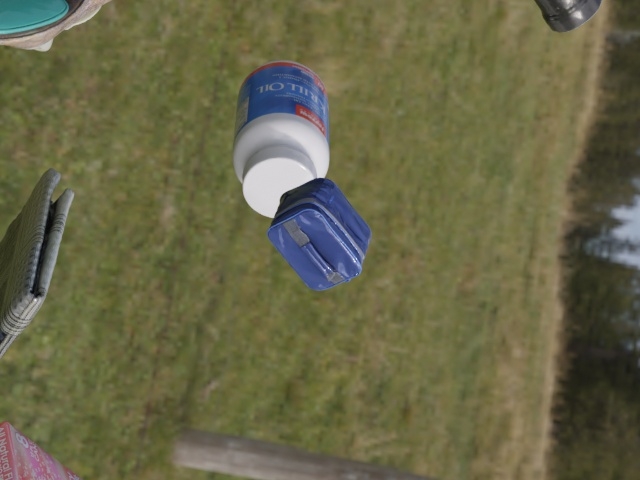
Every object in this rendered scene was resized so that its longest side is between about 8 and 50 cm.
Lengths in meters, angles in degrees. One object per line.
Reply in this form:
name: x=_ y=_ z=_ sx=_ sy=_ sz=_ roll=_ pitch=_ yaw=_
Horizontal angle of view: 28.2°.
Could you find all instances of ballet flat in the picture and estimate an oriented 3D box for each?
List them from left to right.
ballet flat: x=-0.395 y=-0.343 z=1.895 sx=0.316 sy=0.107 sz=0.106 roll=-38 pitch=161 yaw=-36

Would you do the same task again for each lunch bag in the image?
lunch bag: x=0.000 y=0.000 z=1.189 sx=0.098 sy=0.067 sz=0.065 roll=50 pitch=34 yaw=-21

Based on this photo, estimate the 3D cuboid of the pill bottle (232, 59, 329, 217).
pill bottle: x=-0.049 y=-0.128 z=1.638 sx=0.221 sy=0.124 sz=0.124 roll=-92 pitch=179 yaw=-53

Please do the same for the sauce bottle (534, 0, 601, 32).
sauce bottle: x=0.203 y=-0.381 z=1.434 sx=0.344 sy=0.111 sz=0.111 roll=46 pitch=42 yaw=-26

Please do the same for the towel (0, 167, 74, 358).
towel: x=-0.508 y=0.076 z=2.105 sx=0.312 sy=0.056 sz=0.324 roll=-48 pitch=-152 yaw=33

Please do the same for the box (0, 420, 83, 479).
box: x=-0.205 y=0.295 z=0.848 sx=0.154 sy=0.142 sz=0.300 roll=54 pitch=9 yaw=-47
